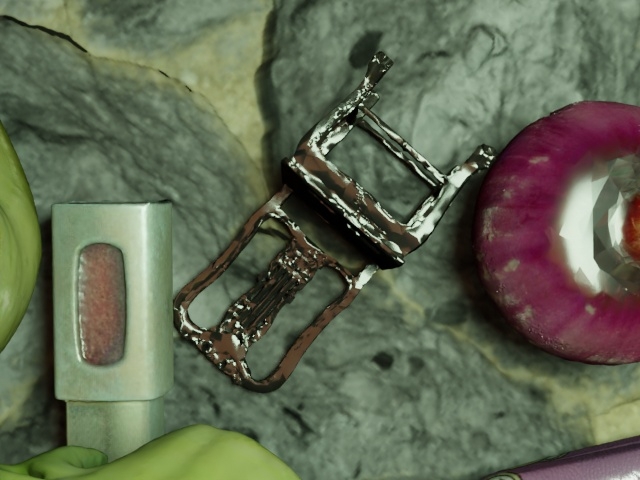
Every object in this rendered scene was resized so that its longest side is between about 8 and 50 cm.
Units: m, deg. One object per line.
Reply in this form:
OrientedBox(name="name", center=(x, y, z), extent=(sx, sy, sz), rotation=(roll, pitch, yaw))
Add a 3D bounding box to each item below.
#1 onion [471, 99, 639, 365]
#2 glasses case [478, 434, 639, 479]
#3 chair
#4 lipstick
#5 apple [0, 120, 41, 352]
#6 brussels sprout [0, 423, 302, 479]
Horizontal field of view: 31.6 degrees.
OrientedBox(name="onion", center=(0.188, -0.005, 0.752), extent=(0.177, 0.153, 0.177), rotation=(1, 97, 11))
OrientedBox(name="glasses case", center=(0.249, 0.195, 0.785), extent=(0.316, 0.076, 0.123), rotation=(-12, 89, -3))
OrientedBox(name="chair", center=(0.000, 0.000, 0.769), extent=(0.106, 0.113, 0.229), rotation=(41, 85, 1))
OrientedBox(name="lipstick", center=(-0.142, 0.098, 0.777), extent=(0.079, 0.077, 0.253), rotation=(1, 94, 3))
OrientedBox(name="apple", center=(-0.322, -0.018, 0.699), extent=(0.258, 0.233, 0.295), rotation=(-32, 101, 13))
OrientedBox(name="brussels sprout", center=(-0.138, 0.342, 0.596), extent=(0.342, 0.361, 0.425), rotation=(2, 108, 13))
